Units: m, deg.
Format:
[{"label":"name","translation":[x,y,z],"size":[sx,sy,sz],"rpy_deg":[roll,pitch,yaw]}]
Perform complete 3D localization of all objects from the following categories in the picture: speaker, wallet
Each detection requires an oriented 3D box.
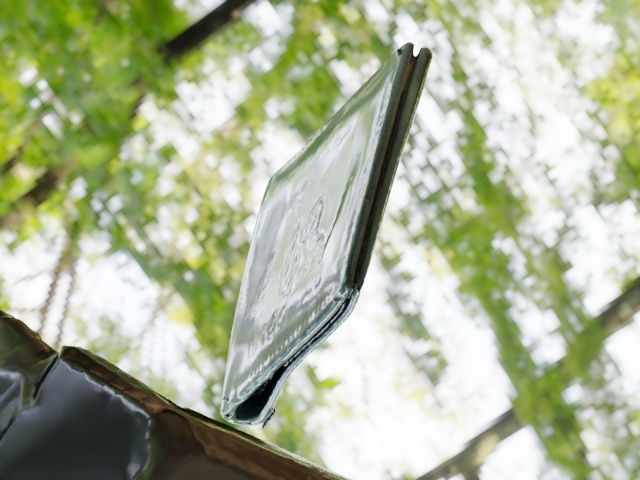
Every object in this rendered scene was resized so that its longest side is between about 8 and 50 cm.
[{"label":"speaker","translation":[-0.049,0.182,1.003],"size":[0.388,0.180,0.184],"rpy_deg":[30,-177,-34]},{"label":"wallet","translation":[0.001,0.001,1.523],"size":[0.054,0.290,0.251],"rpy_deg":[22,-122,-16]}]
